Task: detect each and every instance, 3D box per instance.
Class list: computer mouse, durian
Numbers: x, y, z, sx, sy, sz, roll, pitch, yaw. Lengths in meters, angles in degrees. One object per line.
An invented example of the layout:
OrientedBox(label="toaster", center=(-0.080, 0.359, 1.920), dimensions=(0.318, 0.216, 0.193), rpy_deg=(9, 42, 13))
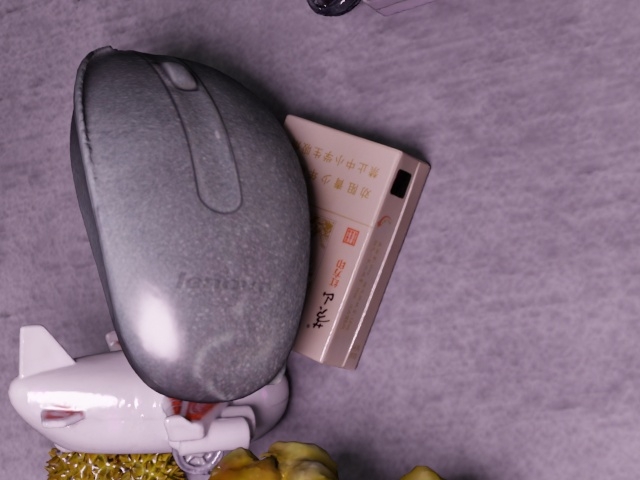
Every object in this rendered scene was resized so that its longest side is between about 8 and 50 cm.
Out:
OrientedBox(label="computer mouse", center=(-0.108, -0.040, 1.292), dimensions=(0.114, 0.203, 0.374), rpy_deg=(123, 140, -49))
OrientedBox(label="durian", center=(-0.193, 0.243, 1.418), dimensions=(0.146, 0.102, 0.208), rpy_deg=(-47, 62, 9))

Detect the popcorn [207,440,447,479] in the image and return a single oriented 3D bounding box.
OrientedBox(label="popcorn", center=(0.021, 0.325, 1.151), dimensions=(0.325, 0.290, 0.321), rpy_deg=(31, 108, 33))

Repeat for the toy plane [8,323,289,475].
OrientedBox(label="toy plane", center=(-0.149, 0.132, 1.338), dimensions=(0.252, 0.252, 0.118), rpy_deg=(14, 104, 35))

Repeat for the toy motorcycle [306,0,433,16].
OrientedBox(label="toy motorcycle", center=(0.083, -0.285, 1.373), dimensions=(0.225, 0.073, 0.152), rpy_deg=(-6, 74, 31))

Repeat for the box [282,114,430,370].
OrientedBox(label="box", center=(0.000, 0.000, 1.369), dimensions=(0.141, 0.058, 0.201), rpy_deg=(20, 89, 35))
